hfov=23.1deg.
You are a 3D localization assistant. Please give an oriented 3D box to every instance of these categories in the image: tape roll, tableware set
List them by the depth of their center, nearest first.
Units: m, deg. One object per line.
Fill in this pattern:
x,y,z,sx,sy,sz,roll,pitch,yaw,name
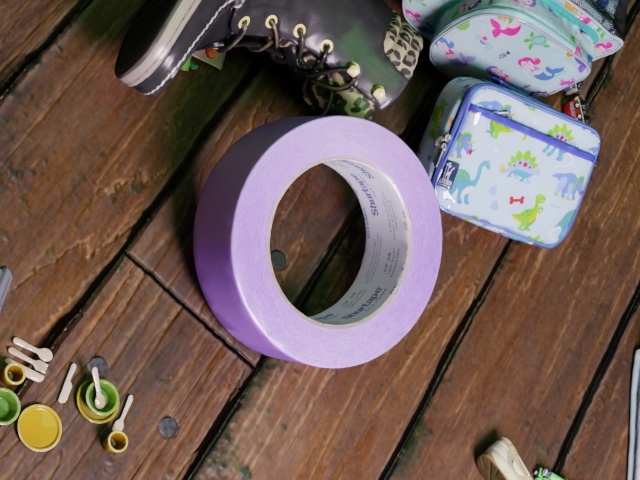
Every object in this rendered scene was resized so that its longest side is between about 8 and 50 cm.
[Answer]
-0.260,0.168,1.582,0.154,0.024,0.104,31,59,-23,tableware set
0.000,0.000,1.729,0.275,0.090,0.274,-2,95,-32,tape roll

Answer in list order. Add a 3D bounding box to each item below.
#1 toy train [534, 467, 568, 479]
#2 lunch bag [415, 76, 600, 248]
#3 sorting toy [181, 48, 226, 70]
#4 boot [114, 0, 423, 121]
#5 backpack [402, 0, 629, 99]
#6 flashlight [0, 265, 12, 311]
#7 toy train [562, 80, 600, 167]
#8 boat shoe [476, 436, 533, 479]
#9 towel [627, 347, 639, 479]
0.297,0.301,1.924,0.083,0.024,0.017,31,59,-23,toy train
0.228,-0.099,1.934,0.219,0.090,0.176,21,93,-28,lunch bag
-0.135,-0.223,1.812,0.062,0.012,0.083,27,60,-25,sorting toy
-0.046,-0.228,1.792,0.284,0.138,0.377,46,46,-18,boot
0.230,-0.294,1.958,0.253,0.225,0.191,40,52,-24,backpack
-0.384,0.147,1.458,0.103,0.103,0.304,50,48,-49,flashlight
0.344,-0.173,2.122,0.036,0.027,0.158,-4,77,-25,toy train
0.247,0.306,1.870,0.048,0.056,0.153,-36,89,-33,boat shoe
0.541,0.325,2.046,0.321,0.090,0.374,21,63,-27,towel
